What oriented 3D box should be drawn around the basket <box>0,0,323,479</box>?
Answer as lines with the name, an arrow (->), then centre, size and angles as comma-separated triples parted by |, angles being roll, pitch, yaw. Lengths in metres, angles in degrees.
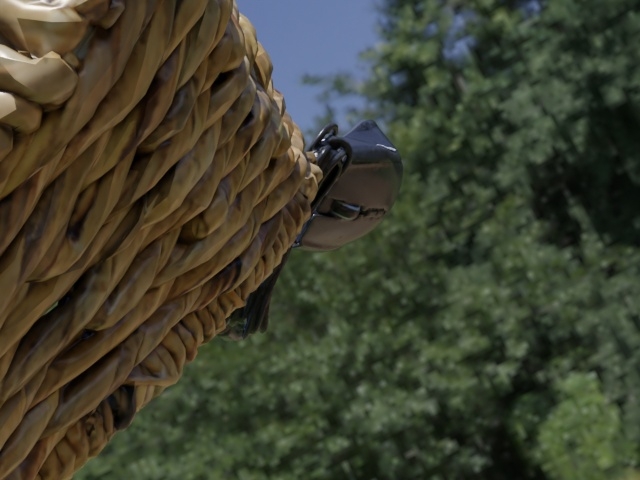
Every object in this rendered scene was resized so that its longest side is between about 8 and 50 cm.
basket -> -0.179, -0.034, 0.440 | 0.213, 0.299, 0.223 | -59, -16, -12

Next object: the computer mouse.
computer mouse -> 0.000, 0.000, 1.133 | 0.184, 0.060, 0.262 | -59, -5, 10
